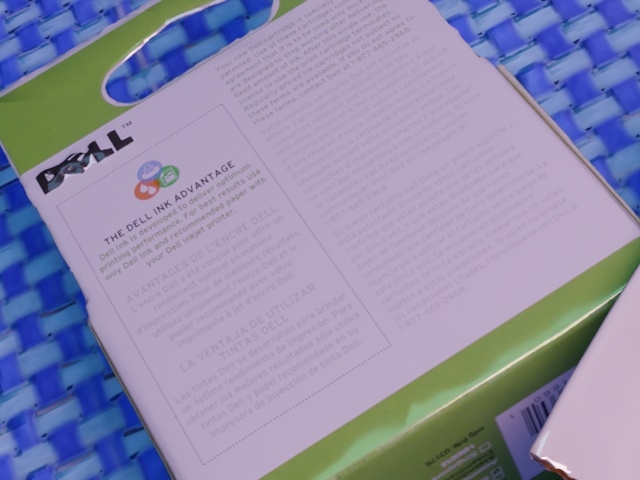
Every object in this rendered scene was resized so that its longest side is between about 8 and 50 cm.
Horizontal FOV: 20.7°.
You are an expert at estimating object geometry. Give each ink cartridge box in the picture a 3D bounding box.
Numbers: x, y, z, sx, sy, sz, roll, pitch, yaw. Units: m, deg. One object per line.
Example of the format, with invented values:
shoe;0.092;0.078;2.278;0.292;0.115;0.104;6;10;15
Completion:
ink cartridge box;0.000;0.000;0.703;0.189;0.097;0.255;-32;51;-4

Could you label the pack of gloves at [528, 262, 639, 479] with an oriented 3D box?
pack of gloves;0.195;0.033;0.615;0.195;0.046;0.232;31;65;-2
